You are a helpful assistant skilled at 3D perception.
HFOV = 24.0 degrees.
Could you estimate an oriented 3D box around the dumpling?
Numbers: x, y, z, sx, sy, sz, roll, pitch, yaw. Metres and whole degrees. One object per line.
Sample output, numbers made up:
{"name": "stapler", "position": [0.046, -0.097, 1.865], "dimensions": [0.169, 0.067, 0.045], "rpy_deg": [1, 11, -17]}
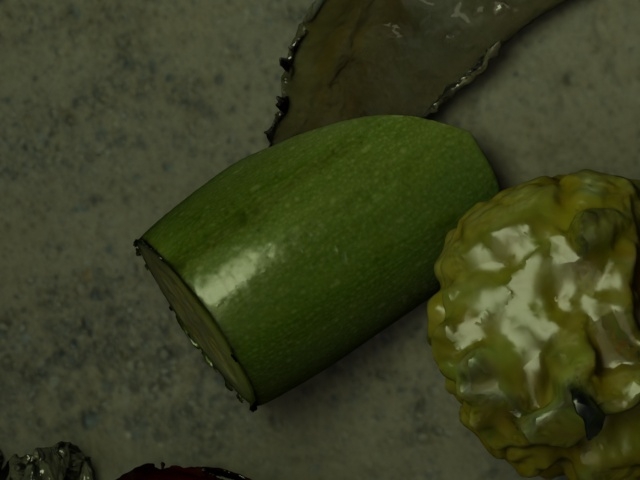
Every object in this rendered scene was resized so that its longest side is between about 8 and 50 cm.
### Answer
{"name": "dumpling", "position": [0.059, -0.173, 1.207], "dimensions": [0.332, 0.086, 0.166], "rpy_deg": [-41, 118, 17]}

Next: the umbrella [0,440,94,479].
{"name": "umbrella", "position": [-0.365, 0.278, 1.377], "dimensions": [0.357, 0.113, 0.106], "rpy_deg": [-27, 88, 20]}

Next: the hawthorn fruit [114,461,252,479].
{"name": "hawthorn fruit", "position": [-0.113, 0.344, 1.227], "dimensions": [0.316, 0.316, 0.316], "rpy_deg": [2, 98, 16]}

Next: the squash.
{"name": "squash", "position": [0.000, 0.000, 1.247], "dimensions": [0.260, 0.189, 0.189], "rpy_deg": [-36, 86, -12]}

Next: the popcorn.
{"name": "popcorn", "position": [0.191, 0.071, 1.132], "dimensions": [0.249, 0.225, 0.249], "rpy_deg": [1, 92, 17]}
